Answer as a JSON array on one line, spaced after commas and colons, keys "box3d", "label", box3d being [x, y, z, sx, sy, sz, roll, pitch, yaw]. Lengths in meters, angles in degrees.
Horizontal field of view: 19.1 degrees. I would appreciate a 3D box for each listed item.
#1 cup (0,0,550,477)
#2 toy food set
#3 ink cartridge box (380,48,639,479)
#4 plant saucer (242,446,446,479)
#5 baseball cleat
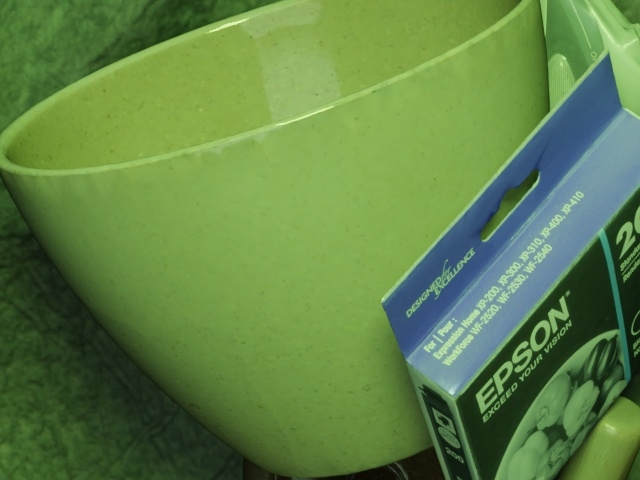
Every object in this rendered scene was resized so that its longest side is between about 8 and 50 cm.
[{"box3d": [0.000, 0.000, 1.140, 0.331, 0.331, 0.237, -14, 107, 14], "label": "cup"}, {"box3d": [0.230, 0.153, 1.182, 0.232, 0.111, 0.104, 16, 124, 0], "label": "toy food set"}, {"box3d": [0.130, 0.034, 1.064, 0.045, 0.208, 0.206, 27, 63, 34], "label": "ink cartridge box"}, {"box3d": [0.039, 0.162, 1.268, 0.199, 0.036, 0.198, 1, 95, 13], "label": "plant saucer"}, {"box3d": [0.130, -0.146, 1.202, 0.109, 0.072, 0.206, -39, 81, 20], "label": "baseball cleat"}]
